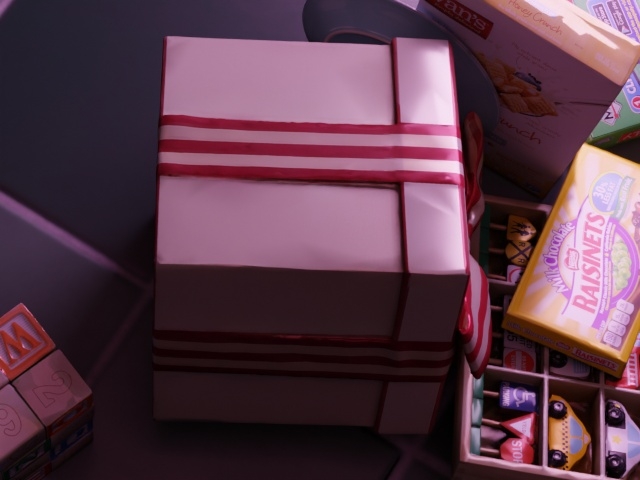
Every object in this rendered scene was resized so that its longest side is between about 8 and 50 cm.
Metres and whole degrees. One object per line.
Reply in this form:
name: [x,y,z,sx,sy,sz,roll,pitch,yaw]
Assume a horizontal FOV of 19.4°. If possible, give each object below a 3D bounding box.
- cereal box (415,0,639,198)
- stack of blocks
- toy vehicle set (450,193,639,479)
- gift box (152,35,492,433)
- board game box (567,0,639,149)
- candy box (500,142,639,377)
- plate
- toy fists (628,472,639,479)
cereal box: [0.148,-0.134,1.521,0.173,0.240,0.047,31,69,4]
stack of blocks: [-0.313,0.188,1.396,0.297,0.171,0.087,-37,80,-16]
toy vehicle set: [0.195,0.087,1.521,0.166,0.035,0.267,9,53,-4]
gift box: [0.000,0.000,1.462,0.258,0.276,0.255,1,59,-3]
board game box: [0.274,-0.252,1.679,0.213,0.046,0.317,-17,75,-11]
candy box: [0.230,0.012,1.543,0.105,0.027,0.206,21,52,9]
plate: [0.061,-0.137,1.538,0.188,0.188,0.024,31,68,4]
toy fists: [0.302,0.293,1.479,0.279,0.096,0.142,23,55,0]
